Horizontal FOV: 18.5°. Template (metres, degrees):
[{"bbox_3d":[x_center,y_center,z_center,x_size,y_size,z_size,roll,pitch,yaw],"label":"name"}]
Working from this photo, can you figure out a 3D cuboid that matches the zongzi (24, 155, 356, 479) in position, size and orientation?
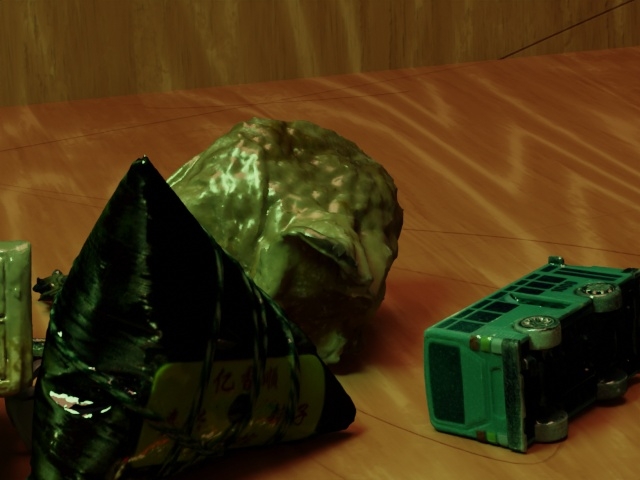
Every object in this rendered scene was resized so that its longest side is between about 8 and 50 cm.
[{"bbox_3d":[-0.146,0.062,1.869,0.319,0.362,0.383,25,24,21],"label":"zongzi"}]

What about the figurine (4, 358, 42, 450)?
[{"bbox_3d":[-0.278,0.161,1.997,0.082,0.094,0.086,29,15,1],"label":"figurine"}]

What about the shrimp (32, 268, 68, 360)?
[{"bbox_3d":[-0.315,0.088,2.324,0.198,0.051,0.262,-17,25,-39],"label":"shrimp"}]

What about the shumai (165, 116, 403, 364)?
[{"bbox_3d":[0.000,0.000,2.189,0.314,0.267,0.262,-19,20,-29],"label":"shumai"}]

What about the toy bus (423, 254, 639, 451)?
[{"bbox_3d":[0.226,0.111,2.032,0.147,0.128,0.256,8,21,37],"label":"toy bus"}]

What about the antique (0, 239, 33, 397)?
[{"bbox_3d":[-0.346,0.080,1.939,0.125,0.150,0.284,0,-3,-9],"label":"antique"}]
